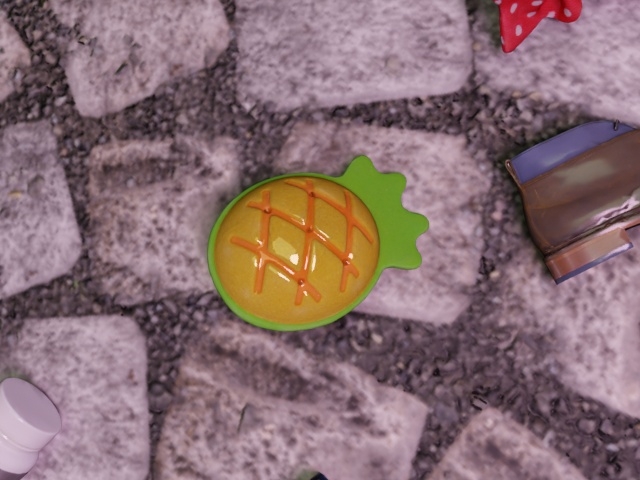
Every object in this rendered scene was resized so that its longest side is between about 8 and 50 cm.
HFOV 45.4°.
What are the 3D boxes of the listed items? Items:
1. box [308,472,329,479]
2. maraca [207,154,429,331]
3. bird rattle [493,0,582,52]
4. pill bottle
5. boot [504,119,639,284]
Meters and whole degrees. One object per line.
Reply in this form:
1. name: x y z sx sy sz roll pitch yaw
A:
1. box: -0.014 0.325 0.590 0.159 0.044 0.233 37 90 15
2. maraca: 0.000 0.000 0.615 0.186 0.099 0.127 -23 82 -19
3. bird rattle: 0.238 -0.235 0.552 0.253 0.207 0.143 14 66 5
4. pill bottle: -0.294 0.187 0.655 0.137 0.078 0.078 -44 75 3
5. boot: 0.250 -0.065 0.575 0.219 0.082 0.106 -31 79 8
